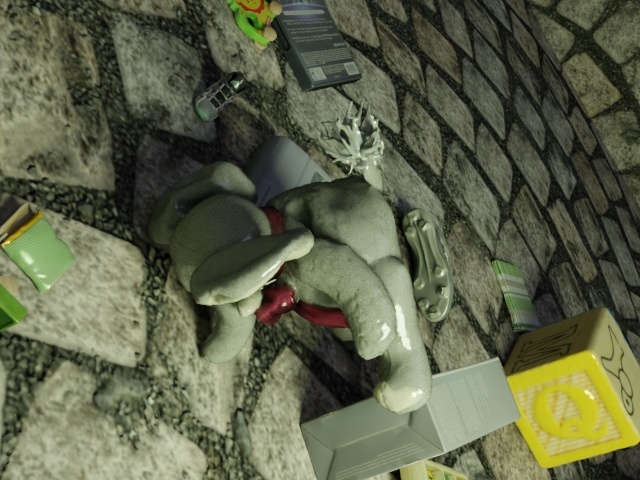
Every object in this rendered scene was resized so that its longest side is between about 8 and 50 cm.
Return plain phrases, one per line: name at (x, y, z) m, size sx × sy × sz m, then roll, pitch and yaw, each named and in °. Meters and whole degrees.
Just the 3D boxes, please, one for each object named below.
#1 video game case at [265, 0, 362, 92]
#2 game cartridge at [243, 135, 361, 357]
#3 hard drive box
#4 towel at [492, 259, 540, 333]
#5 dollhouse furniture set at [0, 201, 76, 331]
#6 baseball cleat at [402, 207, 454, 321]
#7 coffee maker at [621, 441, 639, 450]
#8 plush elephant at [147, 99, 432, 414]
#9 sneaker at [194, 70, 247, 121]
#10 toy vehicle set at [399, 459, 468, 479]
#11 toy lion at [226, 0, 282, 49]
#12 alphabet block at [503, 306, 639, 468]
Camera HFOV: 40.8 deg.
video game case at (-0.037, -0.386, 1.462) m, size 0.274 × 0.026 × 0.196 m, roll 62°, pitch 31°, yaw 0°
game cartridge at (0.000, 0.000, 1.203) m, size 0.294 × 0.060 × 0.196 m, roll 50°, pitch 30°, yaw -22°
hard drive box at (0.119, 0.228, 1.084) m, size 0.232 × 0.181 × 0.089 m, roll 1°, pitch 66°, yaw -57°
towel at (0.394, 0.116, 1.737) m, size 0.113 × 0.023 × 0.152 m, roll 16°, pitch 52°, yaw -53°
dollhouse furniture set at (-0.267, 0.021, 0.780) m, size 0.076 × 0.058 × 0.152 m, roll 52°, pitch 33°, yaw -19°
baseball cleat at (0.194, 0.044, 1.441) m, size 0.109 × 0.072 × 0.206 m, roll 28°, pitch 49°, yaw -53°
coffee maker at (0.695, 0.355, 1.867) m, size 0.178 × 0.120 × 0.171 m, roll -14°, pitch 123°, yaw -59°
plush elephant at (-0.046, 0.032, 0.937) m, size 0.272 × 0.255 × 0.330 m, roll -124°, pitch -156°, yaw -62°
sneaker at (-0.125, -0.200, 1.146) m, size 0.038 × 0.069 × 0.098 m, roll 49°, pitch 34°, yaw -21°
toy vehicle set at (0.178, 0.431, 1.128) m, size 0.166 × 0.035 × 0.267 m, roll 34°, pitch 39°, yaw -53°
toy lion at (-0.108, -0.358, 1.328) m, size 0.096 × 0.034 × 0.100 m, roll 30°, pitch 48°, yaw -28°
alphabet block at (0.458, 0.262, 1.552) m, size 0.192 × 0.193 × 0.197 m, roll 59°, pitch 31°, yaw -4°
